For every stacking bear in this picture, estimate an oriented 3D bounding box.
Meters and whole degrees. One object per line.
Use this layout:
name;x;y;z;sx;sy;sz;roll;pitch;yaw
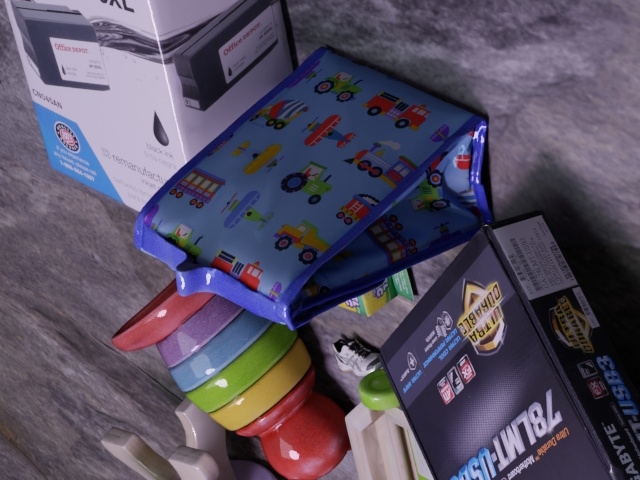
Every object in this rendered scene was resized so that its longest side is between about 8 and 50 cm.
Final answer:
stacking bear;-0.078;0.162;2.053;0.289;0.175;0.164;49;158;-7

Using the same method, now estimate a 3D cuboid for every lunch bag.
lunch bag;-0.019;-0.034;1.625;0.221;0.293;0.138;28;140;39

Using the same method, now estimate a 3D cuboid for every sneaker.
sneaker;0.041;0.129;1.958;0.083;0.032;0.037;0;119;54

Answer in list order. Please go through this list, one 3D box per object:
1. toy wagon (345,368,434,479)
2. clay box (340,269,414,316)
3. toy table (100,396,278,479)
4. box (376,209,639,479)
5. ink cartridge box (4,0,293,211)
toy wagon;0.165;0.288;1.899;0.344;0.068;0.267;22;136;44
clay box;0.000;0.000;1.872;0.222;0.053;0.127;19;134;48
toy table;-0.177;0.320;2.275;0.274;0.252;0.161;-10;127;46
box;0.184;0.166;1.613;0.293;0.073;0.295;67;152;18
ink cartridge box;-0.185;-0.234;1.800;0.285;0.166;0.395;25;137;41
